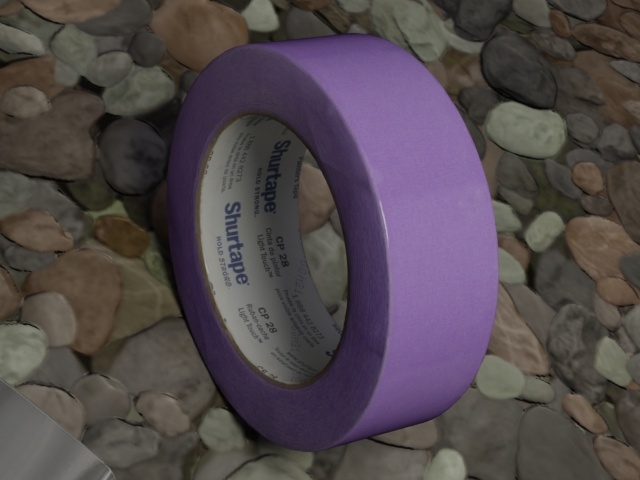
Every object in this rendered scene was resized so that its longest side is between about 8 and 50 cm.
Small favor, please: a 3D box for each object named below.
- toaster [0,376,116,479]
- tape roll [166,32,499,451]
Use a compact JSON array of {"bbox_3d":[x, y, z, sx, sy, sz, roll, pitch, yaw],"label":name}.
[{"bbox_3d":[-0.225,0.153,0.987,0.168,0.185,0.110,36,51,3],"label":"toaster"},{"bbox_3d":[0.000,0.000,1.161,0.090,0.275,0.274,-11,61,-32],"label":"tape roll"}]
